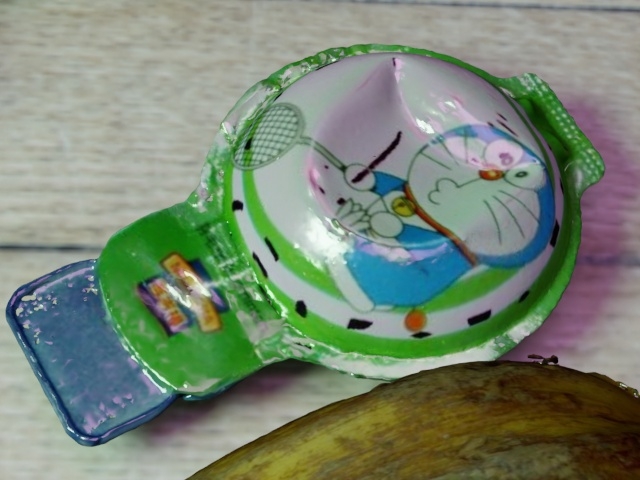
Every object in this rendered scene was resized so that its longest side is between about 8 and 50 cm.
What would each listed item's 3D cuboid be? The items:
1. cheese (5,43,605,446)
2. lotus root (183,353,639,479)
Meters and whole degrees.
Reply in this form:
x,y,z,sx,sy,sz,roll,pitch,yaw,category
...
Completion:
x,y,z,sx,sy,sz,roll,pitch,yaw,category
0.000,0.000,0.854,0.320,0.083,0.204,-25,67,-19,cheese
0.012,0.168,0.705,0.397,0.179,0.196,-23,47,-14,lotus root
